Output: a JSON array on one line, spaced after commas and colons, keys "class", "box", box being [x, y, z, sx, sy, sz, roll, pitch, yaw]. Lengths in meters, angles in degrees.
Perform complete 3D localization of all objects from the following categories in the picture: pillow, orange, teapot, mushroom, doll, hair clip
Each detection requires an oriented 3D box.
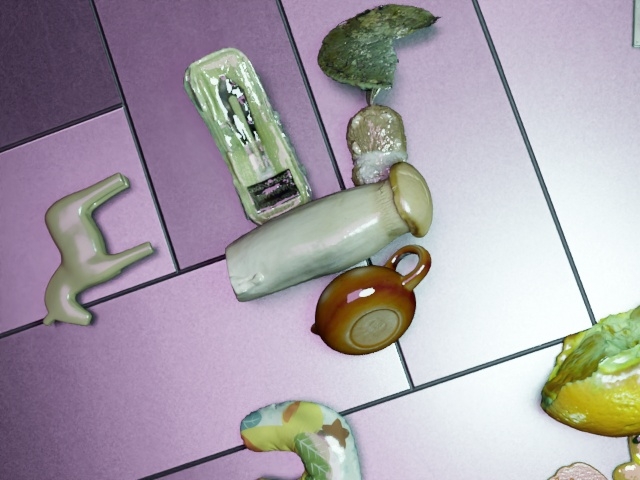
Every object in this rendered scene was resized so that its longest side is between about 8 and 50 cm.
[{"class": "pillow", "box": [-0.034, 0.395, 1.792, 0.214, 0.086, 0.233, -6, 87, 18]}, {"class": "orange", "box": [0.508, 0.201, 1.640, 0.335, 0.262, 0.196, -25, 78, -1]}, {"class": "teapot", "box": [0.083, 0.092, 1.762, 0.252, 0.178, 0.135, -43, 48, 13]}, {"class": "mushroom", "box": [-0.006, 0.000, 1.732, 0.407, 0.154, 0.137, -27, 69, 20]}, {"class": "doll", "box": [0.096, -0.176, 1.802, 0.105, 0.115, 0.221, -12, 85, 17]}, {"class": "hair clip", "box": [-0.127, -0.183, 1.847, 0.138, 0.091, 0.321, -24, 94, -3]}]

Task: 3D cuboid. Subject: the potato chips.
[{"class": "potato chips", "box": [0.103, -0.348, 1.816, 0.220, 0.029, 0.202, -39, 49, -15]}]

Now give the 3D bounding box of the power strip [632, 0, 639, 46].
[{"class": "power strip", "box": [0.572, -0.401, 1.806, 0.051, 0.019, 0.136, 1, 85, 9]}]

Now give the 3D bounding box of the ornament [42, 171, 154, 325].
[{"class": "ornament", "box": [-0.425, 0.028, 1.879, 0.245, 0.061, 0.230, -26, 84, 3]}]

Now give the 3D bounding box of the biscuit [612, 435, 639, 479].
[{"class": "biscuit", "box": [0.571, 0.383, 1.732, 0.158, 0.035, 0.240, 0, 85, 10]}]

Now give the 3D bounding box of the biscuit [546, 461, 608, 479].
[{"class": "biscuit", "box": [0.428, 0.434, 1.753, 0.130, 0.019, 0.102, -35, 81, 4]}]
